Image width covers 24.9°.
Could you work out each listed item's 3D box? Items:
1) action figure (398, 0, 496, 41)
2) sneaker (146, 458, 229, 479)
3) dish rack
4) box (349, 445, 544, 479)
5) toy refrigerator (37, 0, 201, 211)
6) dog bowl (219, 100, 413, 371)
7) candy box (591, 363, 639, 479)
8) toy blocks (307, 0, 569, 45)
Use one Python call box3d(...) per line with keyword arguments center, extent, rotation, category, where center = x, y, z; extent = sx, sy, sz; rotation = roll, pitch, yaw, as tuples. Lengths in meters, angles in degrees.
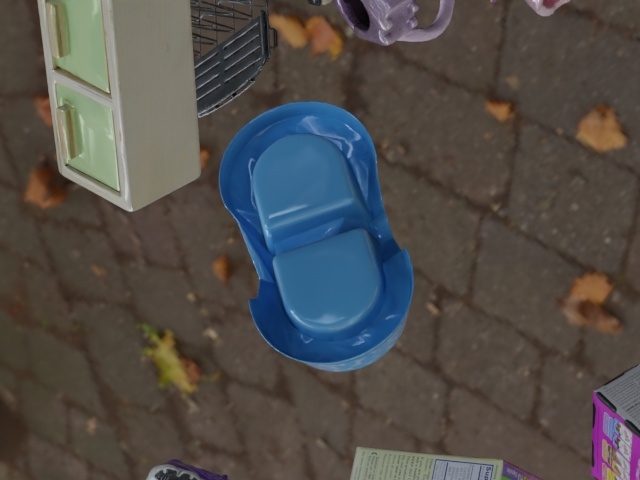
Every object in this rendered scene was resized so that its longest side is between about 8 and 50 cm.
box3d(center=(0.145, -0.425, 1.565), extent=(0.275, 0.248, 0.370), rotation=(-47, 51, 38), category="action figure")
box3d(center=(-0.085, 0.255, 1.401), extent=(0.170, 0.071, 0.068), rotation=(29, 105, 5), category="sneaker")
box3d(center=(-0.134, -0.285, 1.664), extent=(0.208, 0.074, 0.271), rotation=(-26, 63, 51), category="dish rack")
box3d(center=(0.193, 0.377, 2.031), extent=(0.243, 0.117, 0.213), rotation=(0, 159, 38), category="box")
box3d(center=(-0.174, -0.168, 1.222), extent=(0.102, 0.094, 0.269), rotation=(27, 133, 34), category="toy refrigerator")
box3d(center=(0.000, 0.000, 1.481), extent=(0.074, 0.166, 0.297), rotation=(63, -170, -63), category="dog bowl")
box3d(center=(0.390, 0.264, 1.550), extent=(0.233, 0.071, 0.159), rotation=(48, 158, 40), category="candy box")
box3d(center=(0.177, -0.285, 1.186), extent=(0.260, 0.309, 0.288), rotation=(47, 162, 24), category="toy blocks")
